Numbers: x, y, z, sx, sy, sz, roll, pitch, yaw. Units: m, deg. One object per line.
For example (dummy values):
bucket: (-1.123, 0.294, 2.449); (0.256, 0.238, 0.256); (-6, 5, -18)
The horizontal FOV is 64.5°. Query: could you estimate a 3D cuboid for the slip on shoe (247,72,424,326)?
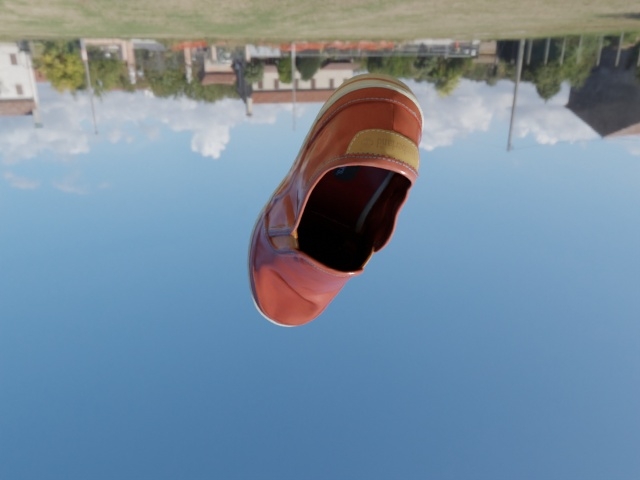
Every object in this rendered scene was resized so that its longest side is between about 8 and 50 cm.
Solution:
slip on shoe: (0.000, 0.000, 0.497); (0.123, 0.331, 0.101); (14, -132, -15)
